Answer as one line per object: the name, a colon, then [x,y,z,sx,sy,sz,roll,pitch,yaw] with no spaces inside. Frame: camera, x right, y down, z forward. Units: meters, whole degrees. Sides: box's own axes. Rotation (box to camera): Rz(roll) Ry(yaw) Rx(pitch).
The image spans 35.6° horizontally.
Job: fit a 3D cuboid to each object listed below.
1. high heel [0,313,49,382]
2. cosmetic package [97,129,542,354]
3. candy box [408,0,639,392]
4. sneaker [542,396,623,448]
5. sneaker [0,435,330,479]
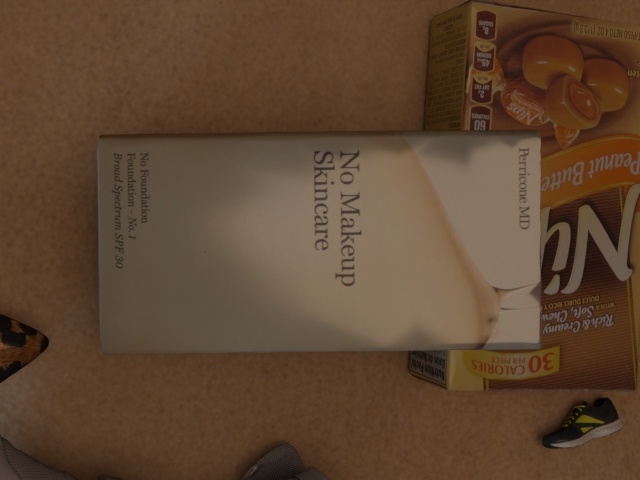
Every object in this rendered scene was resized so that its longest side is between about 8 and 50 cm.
high heel: [-0.306,0.094,0.647,0.261,0.186,0.093,-6,94,-18]
cosmetic package: [0.000,0.000,0.739,0.309,0.113,0.160,-2,92,1]
candy box: [0.183,-0.032,0.858,0.182,0.087,0.317,3,90,-17]
sneaker: [0.237,0.168,0.918,0.083,0.031,0.035,-14,83,-22]
sneaker: [-0.107,0.216,0.750,0.210,0.137,0.366,-46,110,-12]
